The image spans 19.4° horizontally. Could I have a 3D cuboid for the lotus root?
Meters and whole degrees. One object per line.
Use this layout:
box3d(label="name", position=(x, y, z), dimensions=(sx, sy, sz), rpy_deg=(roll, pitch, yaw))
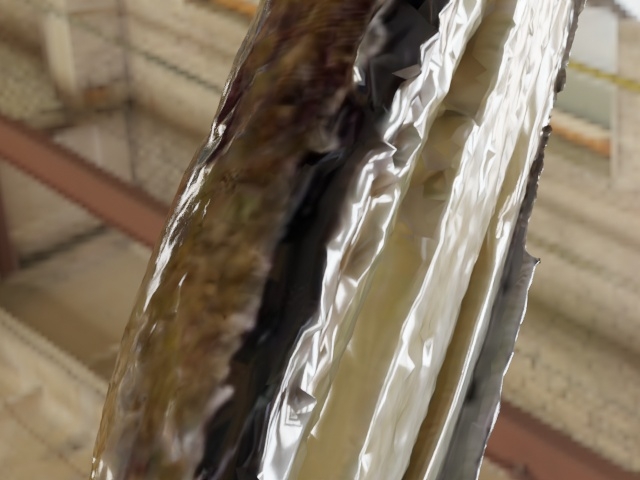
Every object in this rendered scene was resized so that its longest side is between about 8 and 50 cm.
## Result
box3d(label="lotus root", position=(-0.001, 0.001, 0.425), dimensions=(0.078, 0.167, 0.329), rpy_deg=(9, -127, 18))
